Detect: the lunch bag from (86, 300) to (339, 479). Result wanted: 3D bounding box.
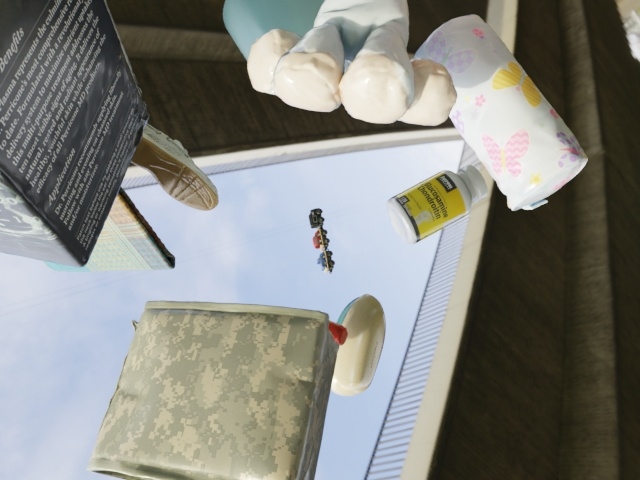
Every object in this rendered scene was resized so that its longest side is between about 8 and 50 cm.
[{"bbox_3d":[-0.139,0.211,0.727,0.169,0.287,0.235,76,-157,-60],"label":"lunch bag"}]

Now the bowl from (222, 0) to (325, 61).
[{"bbox_3d":[-0.009,-0.367,1.006,0.311,0.311,0.163,-6,-102,-47],"label":"bowl"}]

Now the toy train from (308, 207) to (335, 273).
[{"bbox_3d":[0.000,0.000,1.177,0.036,0.027,0.158,-7,-117,-11],"label":"toy train"}]

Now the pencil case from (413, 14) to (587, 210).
[{"bbox_3d":[0.236,-0.173,0.744,0.113,0.124,0.273,-22,-108,-31],"label":"pencil case"}]

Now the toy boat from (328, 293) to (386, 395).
[{"bbox_3d":[0.047,0.243,1.362,0.318,0.148,0.267,37,-112,-56],"label":"toy boat"}]

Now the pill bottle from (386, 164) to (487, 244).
[{"bbox_3d":[0.231,-0.076,1.078,0.184,0.103,0.103,-29,-95,-6],"label":"pill bottle"}]

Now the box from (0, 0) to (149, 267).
[{"bbox_3d":[-0.509,-0.223,0.596,0.480,0.472,0.297,11,-116,2],"label":"box"}]

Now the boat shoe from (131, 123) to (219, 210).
[{"bbox_3d":[-0.325,-0.177,1.187,0.277,0.098,0.096,42,-145,-24],"label":"boat shoe"}]

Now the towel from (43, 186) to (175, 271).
[{"bbox_3d":[-0.495,-0.036,1.103,0.271,0.370,0.040,63,-144,-37],"label":"towel"}]

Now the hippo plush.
[{"bbox_3d":[0.070,-0.274,0.633,0.234,0.236,0.294,28,-151,37],"label":"hippo plush"}]
